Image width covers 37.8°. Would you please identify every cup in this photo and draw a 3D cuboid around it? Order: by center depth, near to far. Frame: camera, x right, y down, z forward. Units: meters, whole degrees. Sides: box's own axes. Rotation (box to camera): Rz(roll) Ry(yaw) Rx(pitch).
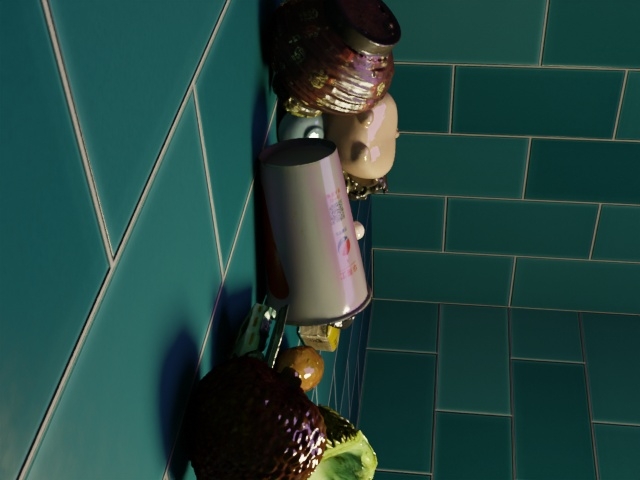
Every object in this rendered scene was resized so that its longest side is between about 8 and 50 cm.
[{"bbox_3d":[-0.021,-0.021,1.618,0.203,0.203,0.288,-74,159,-62],"label":"cup"}]

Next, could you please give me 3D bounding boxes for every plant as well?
[{"bbox_3d":[0.075,-0.189,2.267,0.204,0.178,0.234,87,4,-47],"label":"plant"}]

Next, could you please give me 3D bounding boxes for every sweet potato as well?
[{"bbox_3d":[-0.034,0.267,1.932,0.292,0.097,0.097,65,29,-77],"label":"sweet potato"}]

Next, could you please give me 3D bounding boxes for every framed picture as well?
[{"bbox_3d":[-0.089,0.217,1.448,0.273,0.016,0.216,-102,-150,-86],"label":"framed picture"}]

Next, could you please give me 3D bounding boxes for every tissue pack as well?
[{"bbox_3d":[-0.001,0.187,2.195,0.169,0.082,0.120,72,20,-70],"label":"tissue pack"}]

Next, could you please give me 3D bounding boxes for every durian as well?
[{"bbox_3d":[0.033,0.495,2.139,0.394,0.198,0.163,88,7,-49],"label":"durian"}]

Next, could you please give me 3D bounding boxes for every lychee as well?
[{"bbox_3d":[-0.083,0.241,1.189,0.194,0.194,0.194,3,90,-83],"label":"lychee"}]

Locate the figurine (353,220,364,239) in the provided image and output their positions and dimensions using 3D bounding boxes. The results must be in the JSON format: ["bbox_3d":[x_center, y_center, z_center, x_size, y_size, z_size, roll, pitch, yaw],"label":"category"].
[{"bbox_3d":[0.001,-0.002,1.867,0.144,0.182,0.256,-134,-136,-78],"label":"figurine"}]

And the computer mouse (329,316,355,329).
[{"bbox_3d":[0.028,0.096,2.091,0.073,0.122,0.217,-50,-142,35],"label":"computer mouse"}]

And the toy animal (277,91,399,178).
[{"bbox_3d":[0.042,-0.223,1.805,0.229,0.221,0.210,-60,155,-73],"label":"toy animal"}]

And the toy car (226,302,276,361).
[{"bbox_3d":[-0.110,0.166,1.406,0.186,0.058,0.093,110,-6,-55],"label":"toy car"}]

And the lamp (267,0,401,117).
[{"bbox_3d":[0.016,-0.319,1.606,0.247,0.247,0.247,3,90,-83],"label":"lamp"}]
